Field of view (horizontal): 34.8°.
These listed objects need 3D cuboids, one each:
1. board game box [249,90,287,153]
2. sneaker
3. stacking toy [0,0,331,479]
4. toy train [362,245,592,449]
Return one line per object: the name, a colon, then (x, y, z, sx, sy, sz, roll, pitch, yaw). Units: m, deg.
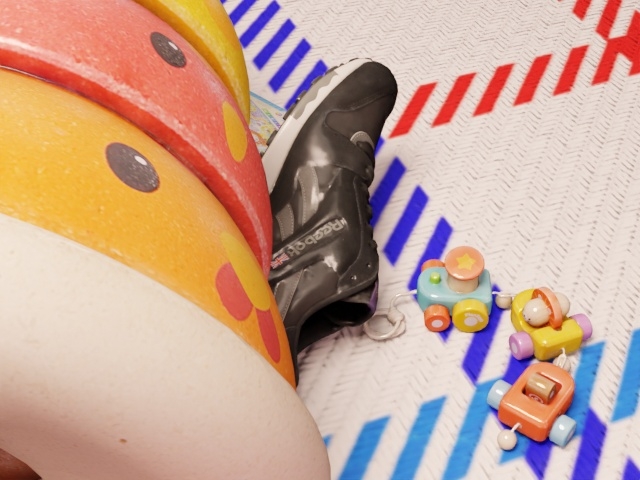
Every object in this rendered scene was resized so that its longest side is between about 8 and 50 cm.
board game box: (-0.064, -0.078, 0.856, 0.154, 0.026, 0.103, 32, 51, 30)
sneaker: (0.000, 0.000, 0.714, 0.124, 0.107, 0.283, 29, 66, 13)
stacking toy: (-0.149, -0.067, 0.556, 0.350, 0.350, 0.480, 4, 53, 5)
toy train: (0.115, 0.061, 0.689, 0.166, 0.046, 0.125, 31, 51, 30)
